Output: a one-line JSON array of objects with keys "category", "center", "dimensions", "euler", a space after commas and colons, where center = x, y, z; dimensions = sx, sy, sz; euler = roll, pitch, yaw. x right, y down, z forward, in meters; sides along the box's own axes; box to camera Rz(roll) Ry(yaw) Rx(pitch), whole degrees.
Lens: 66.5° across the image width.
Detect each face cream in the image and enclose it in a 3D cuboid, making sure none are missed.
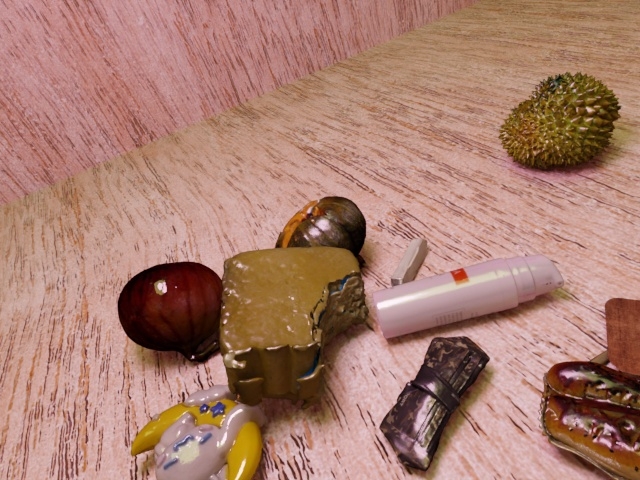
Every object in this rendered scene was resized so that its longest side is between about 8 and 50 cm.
[{"category": "face cream", "center": [0.279, 0.102, 0.947], "dimensions": [0.346, 0.101, 0.102], "euler": [-16, 35, 4]}]

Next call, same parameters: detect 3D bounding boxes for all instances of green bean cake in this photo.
[{"category": "green bean cake", "center": [-0.041, 0.169, 0.927], "dimensions": [0.285, 0.201, 0.309], "euler": [0, 37, -5]}]

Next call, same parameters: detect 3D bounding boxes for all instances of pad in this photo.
[{"category": "pad", "center": [0.619, 0.097, 0.812], "dimensions": [0.250, 0.055, 0.323], "euler": [7, 61, 22]}]

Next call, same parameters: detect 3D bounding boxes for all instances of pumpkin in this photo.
[{"category": "pumpkin", "center": [0.002, 0.002, 1.142], "dimensions": [0.238, 0.159, 0.238], "euler": [-44, 15, 15]}]

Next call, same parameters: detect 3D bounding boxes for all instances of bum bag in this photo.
[{"category": "bum bag", "center": [0.187, 0.256, 0.811], "dimensions": [0.102, 0.069, 0.248], "euler": [27, 55, 26]}]

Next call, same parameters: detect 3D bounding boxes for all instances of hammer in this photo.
[{"category": "hammer", "center": [0.475, 0.190, 0.813], "dimensions": [0.182, 0.017, 0.062], "euler": [-26, 35, -9]}]

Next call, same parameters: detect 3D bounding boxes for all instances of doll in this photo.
[{"category": "doll", "center": [-0.208, 0.354, 0.822], "dimensions": [0.252, 0.110, 0.237], "euler": [-26, 36, -25]}]

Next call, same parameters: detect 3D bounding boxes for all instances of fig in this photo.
[{"category": "fig", "center": [-0.323, 0.148, 1.069], "dimensions": [0.235, 0.235, 0.214], "euler": [2, 77, 27]}]

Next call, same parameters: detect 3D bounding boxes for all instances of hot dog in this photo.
[{"category": "hot dog", "center": [0.437, 0.260, 0.675], "dimensions": [0.271, 0.081, 0.163], "euler": [18, 45, 39]}]

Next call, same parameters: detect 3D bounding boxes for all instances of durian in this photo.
[{"category": "durian", "center": [0.606, -0.305, 1.238], "dimensions": [0.291, 0.224, 0.291], "euler": [-16, 38, 13]}]

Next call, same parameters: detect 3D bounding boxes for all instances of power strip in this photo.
[{"category": "power strip", "center": [0.197, 0.059, 1.088], "dimensions": [0.030, 0.047, 0.191], "euler": [3, 39, 34]}]

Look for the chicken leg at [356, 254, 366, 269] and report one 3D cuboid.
[{"category": "chicken leg", "center": [0.079, 0.047, 1.181], "dimensions": [0.083, 0.021, 0.036], "euler": [25, 75, 46]}]
